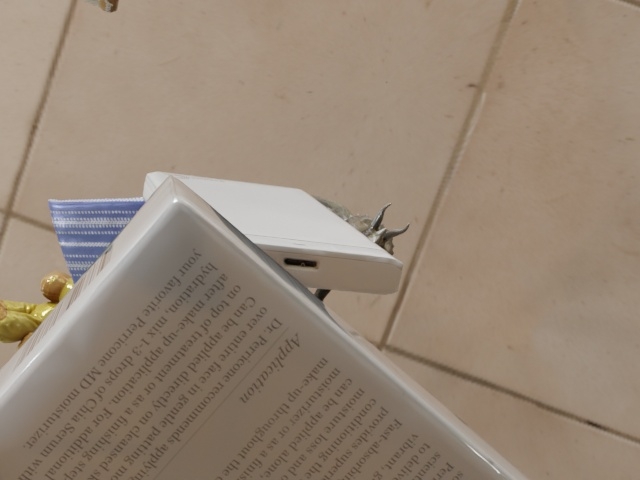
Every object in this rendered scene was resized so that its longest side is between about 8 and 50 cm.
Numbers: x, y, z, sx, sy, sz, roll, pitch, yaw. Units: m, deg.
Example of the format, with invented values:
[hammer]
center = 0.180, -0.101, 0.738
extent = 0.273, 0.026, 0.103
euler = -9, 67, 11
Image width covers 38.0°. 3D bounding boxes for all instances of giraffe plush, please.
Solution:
[giraffe plush]
center = -0.478, 0.132, 1.691
extent = 0.210, 0.181, 0.170
euler = 38, 88, -25

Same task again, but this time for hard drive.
[hard drive]
center = -0.075, -0.017, 1.129
extent = 0.233, 0.353, 0.047
euler = 6, 102, -20

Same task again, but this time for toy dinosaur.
[toy dinosaur]
center = 0.000, 0.000, 1.368
extent = 0.160, 0.313, 0.121
euler = -47, 128, -9

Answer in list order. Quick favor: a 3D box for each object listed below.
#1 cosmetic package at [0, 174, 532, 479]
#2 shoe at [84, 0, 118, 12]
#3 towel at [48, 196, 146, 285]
[cosmetic package]
center = -0.012, 0.184, 0.713
extent = 0.453, 0.161, 0.230
euler = 42, 90, -14
[shoe]
center = -0.163, -0.283, 0.719
extent = 0.058, 0.076, 0.219
euler = 11, 73, -8
[towel]
center = -0.268, 0.086, 1.413
extent = 0.243, 0.040, 0.336
euler = -1, 116, 28
